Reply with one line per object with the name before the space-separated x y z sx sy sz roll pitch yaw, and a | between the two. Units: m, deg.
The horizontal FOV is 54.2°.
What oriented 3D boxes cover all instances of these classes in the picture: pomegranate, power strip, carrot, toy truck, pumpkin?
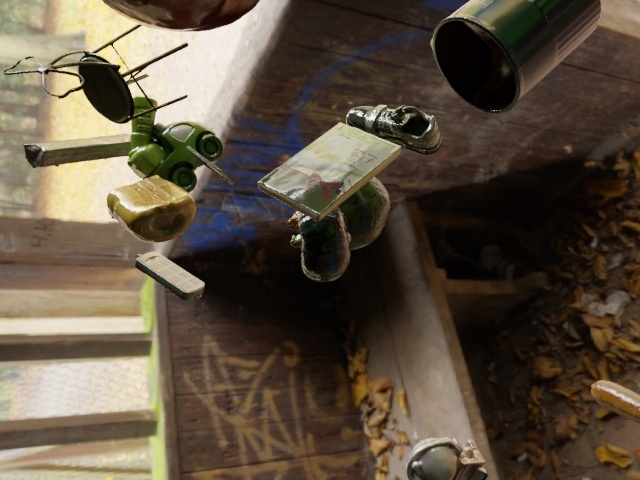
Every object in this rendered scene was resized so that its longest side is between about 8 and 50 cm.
pomegranate | 0.088 -0.100 1.811 0.254 0.270 0.254 20 129 26
power strip | -0.406 0.089 1.666 0.227 0.080 0.029 30 121 19
carrot | 0.731 0.388 1.472 0.225 0.067 0.067 -159 74 -66
toy truck | -0.339 -0.193 1.361 0.148 0.211 0.187 2 70 61
pumpkin | 0.002 0.001 1.596 0.211 0.152 0.211 -15 -90 -84

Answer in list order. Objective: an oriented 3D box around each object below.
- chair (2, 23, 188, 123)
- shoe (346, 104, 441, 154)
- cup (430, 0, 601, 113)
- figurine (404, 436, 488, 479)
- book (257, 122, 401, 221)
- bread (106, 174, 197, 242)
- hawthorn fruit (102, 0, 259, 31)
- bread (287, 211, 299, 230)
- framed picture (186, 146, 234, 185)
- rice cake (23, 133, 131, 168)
chair | -0.417 -0.303 1.209 0.160 0.326 0.170 29 138 19
shoe | 0.207 -0.345 1.782 0.149 0.293 0.109 71 -138 -68
cup | 0.431 -0.461 1.412 0.242 0.292 0.308 50 168 -3
figurine | 0.318 0.581 1.644 0.162 0.237 0.141 -65 31 19
book | 0.022 -0.167 1.447 0.201 0.289 0.026 29 147 34
bread | -0.313 -0.054 1.170 0.173 0.134 0.085 33 137 50
hawthorn fruit | -0.197 -0.403 0.838 0.284 0.285 0.284 -10 79 61
bread | -0.013 -0.097 2.245 0.076 0.233 0.104 91 153 -72
framed picture | -0.202 -0.137 1.150 0.089 0.066 0.006 36 84 22
rice cake | -0.505 -0.196 1.347 0.057 0.256 0.052 45 125 19
